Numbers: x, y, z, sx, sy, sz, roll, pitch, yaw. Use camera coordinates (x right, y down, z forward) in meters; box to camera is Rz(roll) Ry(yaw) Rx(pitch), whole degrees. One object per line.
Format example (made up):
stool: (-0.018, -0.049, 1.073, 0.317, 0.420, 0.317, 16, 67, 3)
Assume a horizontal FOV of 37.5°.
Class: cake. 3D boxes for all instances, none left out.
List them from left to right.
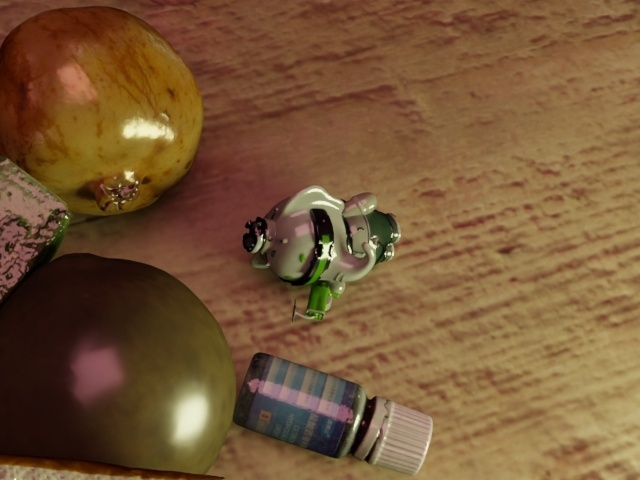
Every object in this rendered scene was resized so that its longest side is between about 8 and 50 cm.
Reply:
cake: (-0.337, 0.027, 0.890, 0.100, 0.099, 0.235, 38, 45, -5)

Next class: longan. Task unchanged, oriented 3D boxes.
longan: (-0.203, 0.134, 0.889, 0.257, 0.258, 0.258, 4, 63, -7)

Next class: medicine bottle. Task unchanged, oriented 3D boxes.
medicine bottle: (0.014, 0.185, 0.991, 0.203, 0.083, 0.084, 17, 63, -1)

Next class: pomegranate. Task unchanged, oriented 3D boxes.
pomegranate: (-0.244, -0.135, 1.023, 0.248, 0.248, 0.248, 4, 63, -7)

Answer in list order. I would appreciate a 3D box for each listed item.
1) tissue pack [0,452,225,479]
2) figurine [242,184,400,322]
tissue pack: (-0.206, 0.237, 0.733, 0.226, 0.183, 0.092, 13, 47, -33)
figurine: (0.000, 0.000, 1.059, 0.192, 0.147, 0.126, 1, 43, -29)
